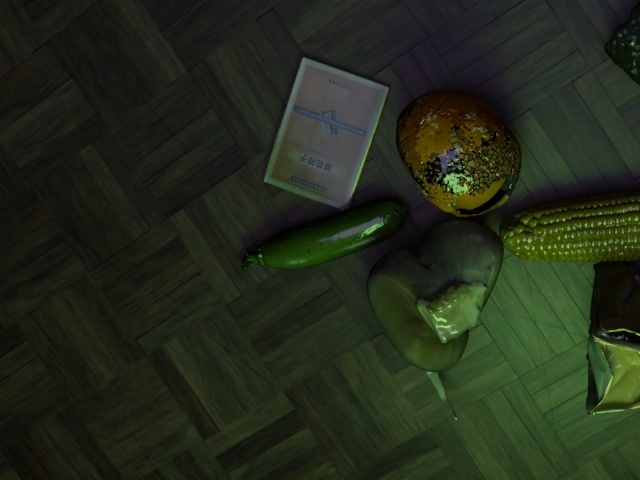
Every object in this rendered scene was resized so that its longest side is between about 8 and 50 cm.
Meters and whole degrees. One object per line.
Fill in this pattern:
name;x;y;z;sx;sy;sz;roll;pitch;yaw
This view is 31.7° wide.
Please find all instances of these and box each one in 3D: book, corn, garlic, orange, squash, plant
book;0.009;-0.190;2.022;0.170;0.018;0.241;20;106;8
corn;0.464;-0.019;1.901;0.322;0.119;0.119;-7;100;20
garlic;0.221;0.103;1.946;0.231;0.340;0.246;-35;57;-15
orange;0.226;-0.146;1.867;0.234;0.234;0.182;43;107;1
squash;0.000;-0.001;2.032;0.331;0.087;0.087;-16;98;18
plant;0.588;-0.267;1.796;0.274;0.146;0.149;41;120;3

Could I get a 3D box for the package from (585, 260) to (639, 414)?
package;0.513;0.136;1.816;0.221;0.311;0.165;-17;100;18
